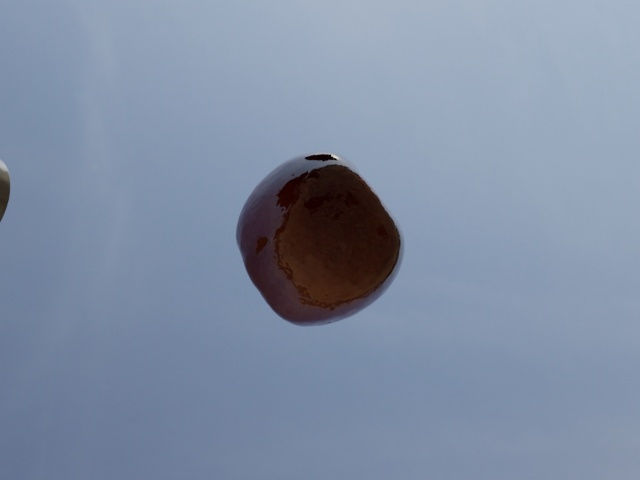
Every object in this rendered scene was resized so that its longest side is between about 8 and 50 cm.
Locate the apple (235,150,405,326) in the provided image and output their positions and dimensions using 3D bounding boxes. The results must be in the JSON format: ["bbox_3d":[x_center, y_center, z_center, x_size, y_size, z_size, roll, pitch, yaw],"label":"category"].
[{"bbox_3d":[0.000,0.000,1.225,0.218,0.201,0.218,59,-179,-2],"label":"apple"}]

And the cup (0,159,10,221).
[{"bbox_3d":[-0.473,-0.061,1.086,0.142,0.173,0.134,35,-131,-53],"label":"cup"}]
